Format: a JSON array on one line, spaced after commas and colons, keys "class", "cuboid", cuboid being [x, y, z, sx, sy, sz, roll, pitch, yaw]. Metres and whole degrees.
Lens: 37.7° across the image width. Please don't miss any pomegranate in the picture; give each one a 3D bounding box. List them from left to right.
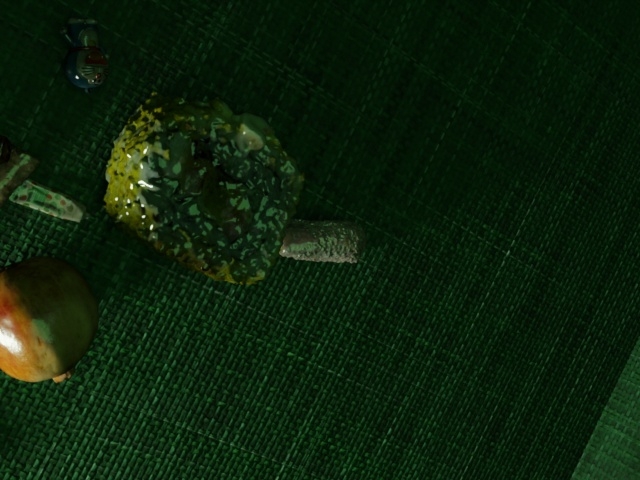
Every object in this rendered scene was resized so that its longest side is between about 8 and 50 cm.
[{"class": "pomegranate", "cuboid": [-0.560, 0.169, 1.868, 0.229, 0.252, 0.271, -35, 114, -39]}]

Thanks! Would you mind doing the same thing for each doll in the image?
[{"class": "doll", "cuboid": [-0.473, -0.371, 1.888, 0.114, 0.085, 0.152, -5, 93, -45]}]

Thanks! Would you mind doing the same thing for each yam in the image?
[{"class": "yam", "cuboid": [-0.677, -0.062, 1.860, 0.066, 0.066, 0.300, 42, 80, -28]}]

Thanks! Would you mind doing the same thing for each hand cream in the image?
[{"class": "hand cream", "cuboid": [-0.557, -0.080, 1.940, 0.165, 0.037, 0.057, 23, 90, -23]}]

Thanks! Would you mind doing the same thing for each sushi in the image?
[{"class": "sushi", "cuboid": [-0.245, -0.119, 1.972, 0.396, 0.240, 0.352, 28, 87, -32]}]

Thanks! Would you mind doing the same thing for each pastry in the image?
[{"class": "pastry", "cuboid": [0.009, 0.000, 2.197, 0.265, 0.112, 0.103, 3, 89, -29]}]

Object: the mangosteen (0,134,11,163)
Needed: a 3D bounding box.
[{"class": "mangosteen", "cuboid": [-0.767, -0.117, 1.639, 0.435, 0.382, 0.382, -47, 118, -27]}]
